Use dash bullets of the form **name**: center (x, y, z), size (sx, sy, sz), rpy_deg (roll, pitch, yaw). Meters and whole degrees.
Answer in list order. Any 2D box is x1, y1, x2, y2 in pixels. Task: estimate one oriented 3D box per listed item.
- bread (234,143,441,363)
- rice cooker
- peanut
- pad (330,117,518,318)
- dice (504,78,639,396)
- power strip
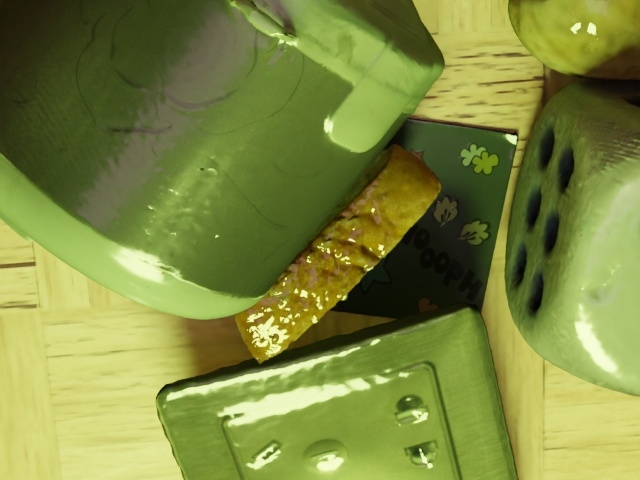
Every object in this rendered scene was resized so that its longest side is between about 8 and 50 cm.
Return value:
- **bread**: center (0.000, 0.000, 1.096), size (0.187, 0.103, 0.065), rpy_deg (-45, 118, 3)
- **rice cooker**: center (-0.083, -0.121, 0.979), size (0.288, 0.288, 0.277), rpy_deg (34, 102, -16)
- **peanut**: center (0.260, -0.180, 1.065), size (0.253, 0.122, 0.137), rpy_deg (2, 100, -9)
- **pad**: center (0.021, -0.022, 1.161), size (0.246, 0.006, 0.170), rpy_deg (8, 108, -8)
- **dice**: center (0.249, -0.005, 1.089), size (0.192, 0.194, 0.193), rpy_deg (10, 110, -8)
- **power strip**: center (0.020, 0.164, 1.182), size (0.257, 0.092, 0.251), rpy_deg (-15, 119, -1)
